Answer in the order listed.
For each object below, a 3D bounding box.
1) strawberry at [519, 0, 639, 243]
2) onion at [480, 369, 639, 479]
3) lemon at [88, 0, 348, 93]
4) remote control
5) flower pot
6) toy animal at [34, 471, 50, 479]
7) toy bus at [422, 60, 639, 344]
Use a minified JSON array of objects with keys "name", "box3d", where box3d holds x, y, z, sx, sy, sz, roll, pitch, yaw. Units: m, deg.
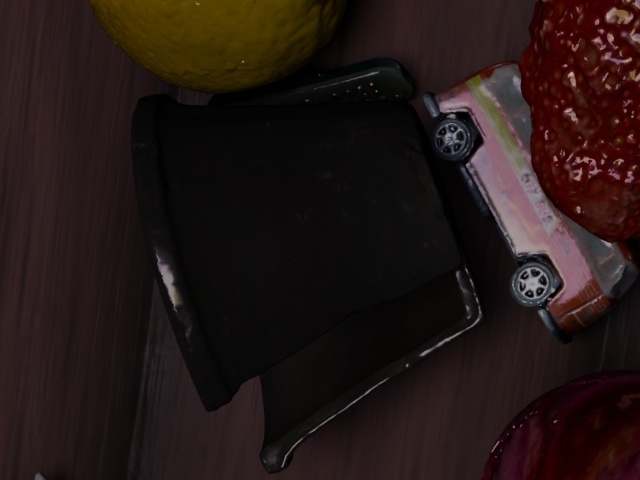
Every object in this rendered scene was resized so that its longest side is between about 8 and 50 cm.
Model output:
[{"name":"strawberry","box3d":[0.296,-0.157,1.393,0.261,0.261,0.257,53,136,15]},{"name":"onion","box3d":[0.299,0.286,1.376,0.358,0.345,0.358,-5,83,41]},{"name":"lemon","box3d":[-0.100,-0.268,1.561,0.267,0.267,0.267,0,91,24]},{"name":"remote control","box3d":[-0.014,-0.144,1.617,0.222,0.072,0.042,-9,65,23]},{"name":"flower pot","box3d":[0.000,0.000,1.486,0.251,0.379,0.379,-20,82,8]},{"name":"toy animal","box3d":[-0.303,0.420,1.683,0.154,0.208,0.325,-44,68,44]},{"name":"toy bus","box3d":[0.203,-0.040,1.499,0.120,0.121,0.265,-30,78,12]}]
